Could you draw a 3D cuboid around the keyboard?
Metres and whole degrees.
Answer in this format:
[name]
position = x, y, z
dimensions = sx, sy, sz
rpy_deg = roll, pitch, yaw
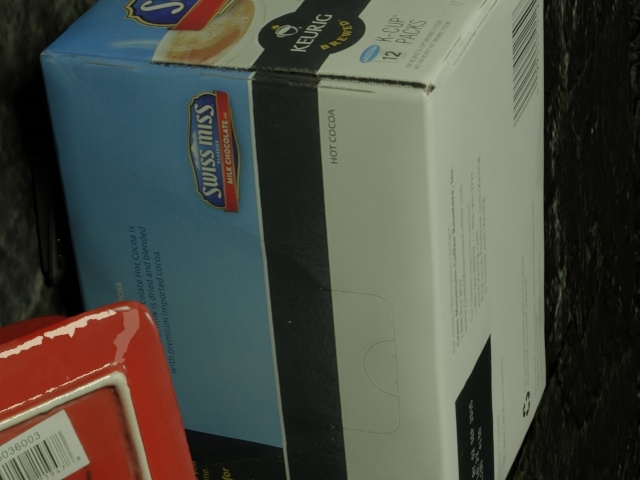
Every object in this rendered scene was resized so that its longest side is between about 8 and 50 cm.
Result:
[keyboard]
position = -0.124, -0.044, 1.082
dimensions = 0.180, 0.023, 0.108
rpy_deg = -30, 118, -66

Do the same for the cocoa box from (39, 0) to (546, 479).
[cocoa box]
position = 0.000, 0.000, 1.067
dimensions = 0.231, 0.228, 0.347
rpy_deg = -55, 147, -51

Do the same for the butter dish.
[butter dish]
position = -0.159, 0.104, 0.890
dimensions = 0.160, 0.118, 0.159
rpy_deg = -23, 122, -21
